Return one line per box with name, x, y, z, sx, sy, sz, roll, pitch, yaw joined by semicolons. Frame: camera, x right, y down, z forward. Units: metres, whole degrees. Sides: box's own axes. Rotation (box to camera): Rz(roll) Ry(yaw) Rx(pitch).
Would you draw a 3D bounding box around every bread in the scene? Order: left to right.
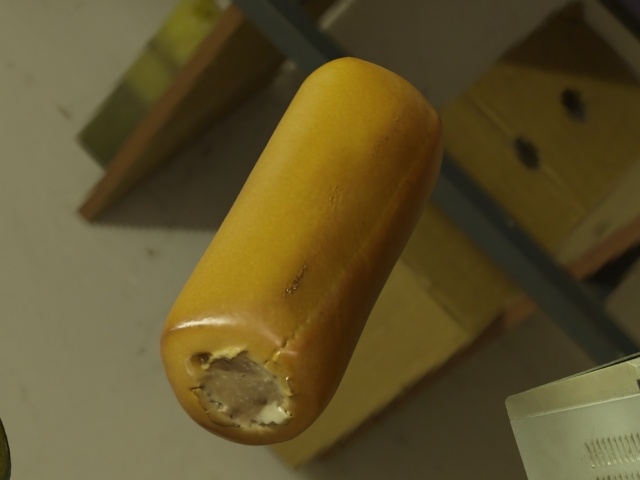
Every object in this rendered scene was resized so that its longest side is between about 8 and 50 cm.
bread;0.000;0.000;0.881;0.074;0.092;0.239;-20;30;38

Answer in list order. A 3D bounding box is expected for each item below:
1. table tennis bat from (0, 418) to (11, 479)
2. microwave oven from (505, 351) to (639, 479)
table tennis bat;-0.130;0.023;0.412;0.019;0.100;0.155;-40;-38;12
microwave oven;0.257;0.130;0.961;0.240;0.194;0.145;-15;-8;-29
